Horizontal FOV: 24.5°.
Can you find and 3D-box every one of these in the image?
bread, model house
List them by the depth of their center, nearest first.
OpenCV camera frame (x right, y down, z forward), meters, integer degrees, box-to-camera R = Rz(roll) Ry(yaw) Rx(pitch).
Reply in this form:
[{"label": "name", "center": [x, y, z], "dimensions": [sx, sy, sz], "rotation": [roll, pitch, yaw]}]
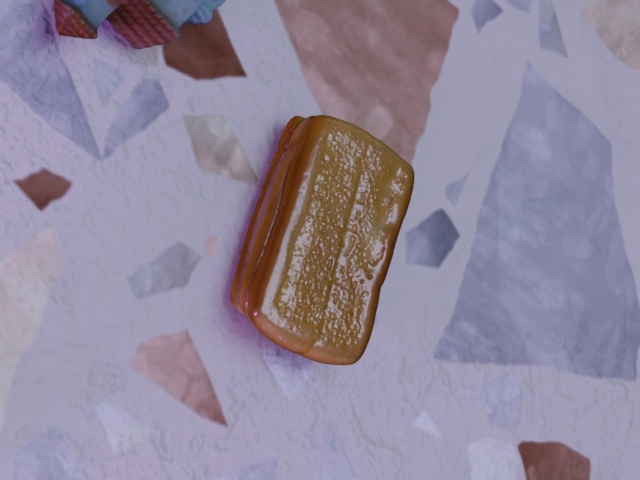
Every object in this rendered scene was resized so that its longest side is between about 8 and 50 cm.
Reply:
[{"label": "model house", "center": [-0.152, -0.212, 1.137], "dimensions": [0.149, 0.119, 0.148], "rotation": [-46, 138, -5]}, {"label": "bread", "center": [0.000, 0.000, 1.230], "dimensions": [0.116, 0.077, 0.200], "rotation": [27, 71, -33]}]
